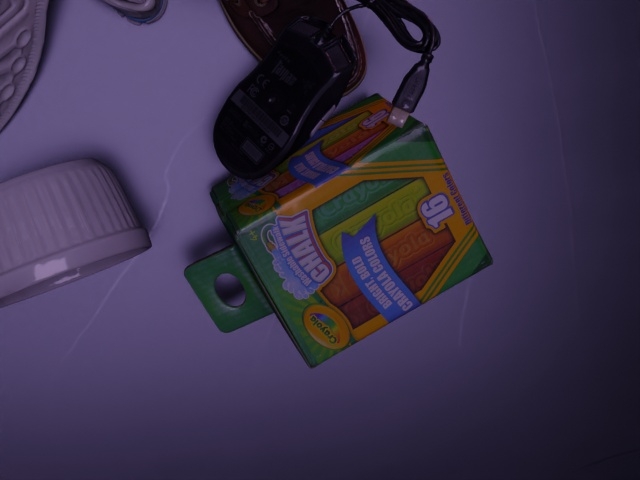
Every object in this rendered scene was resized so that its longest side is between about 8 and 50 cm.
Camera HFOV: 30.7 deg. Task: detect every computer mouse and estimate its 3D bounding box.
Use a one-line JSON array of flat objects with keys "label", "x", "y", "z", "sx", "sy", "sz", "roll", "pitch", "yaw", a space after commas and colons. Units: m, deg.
[{"label": "computer mouse", "x": 0.014, "y": -0.152, "z": 1.199, "sx": 0.184, "sy": 0.060, "sz": 0.262, "roll": 39, "pitch": 105, "yaw": 22}]

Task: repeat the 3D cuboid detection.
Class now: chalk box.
[{"label": "chalk box", "x": 0.000, "y": 0.000, "z": 1.248, "sx": 0.289, "sy": 0.179, "sz": 0.180, "roll": -31, "pitch": 112, "yaw": -3}]

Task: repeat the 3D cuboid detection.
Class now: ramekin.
[{"label": "ramekin", "x": -0.291, "y": -0.007, "z": 1.219, "sx": 0.207, "sy": 0.207, "sz": 0.109, "roll": -21, "pitch": 89, "yaw": -4}]

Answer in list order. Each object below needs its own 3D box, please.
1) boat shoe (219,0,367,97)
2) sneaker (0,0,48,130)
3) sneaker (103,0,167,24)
[{"label": "boat shoe", "x": -0.061, "y": -0.298, "z": 1.245, "sx": 0.123, "sy": 0.123, "sz": 0.342, "roll": -32, "pitch": 100, "yaw": -2}, {"label": "sneaker", "x": -0.412, "y": -0.272, "z": 1.225, "sx": 0.236, "sy": 0.130, "sz": 0.322, "roll": 33, "pitch": 117, "yaw": 17}, {"label": "sneaker", "x": -0.249, "y": -0.301, "z": 1.244, "sx": 0.191, "sy": 0.083, "sz": 0.071, "roll": 30, "pitch": 95, "yaw": -8}]
